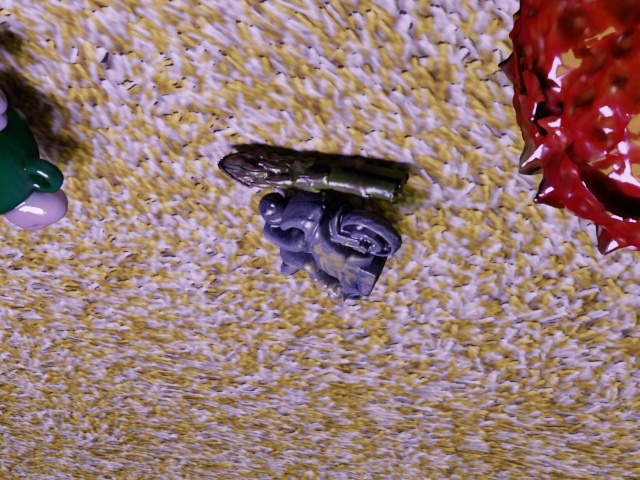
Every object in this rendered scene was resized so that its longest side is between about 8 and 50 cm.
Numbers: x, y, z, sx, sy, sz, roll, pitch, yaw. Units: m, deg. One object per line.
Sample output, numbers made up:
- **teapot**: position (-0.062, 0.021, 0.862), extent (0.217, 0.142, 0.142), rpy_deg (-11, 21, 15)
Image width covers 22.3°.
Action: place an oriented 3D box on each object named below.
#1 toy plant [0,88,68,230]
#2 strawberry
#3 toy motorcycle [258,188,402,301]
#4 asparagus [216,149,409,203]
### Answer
- **toy plant**: position (-0.327, -0.084, 1.379), extent (0.243, 0.112, 0.232), rpy_deg (6, 149, 32)
- **strawberry**: position (0.229, -0.131, 0.813), extent (0.238, 0.250, 0.288), rpy_deg (0, 140, -50)
- **toy motorcycle**: position (0.000, 0.000, 1.406), extent (0.124, 0.061, 0.193), rpy_deg (28, 160, 0)
- **asparagus**: position (-0.008, -0.054, 1.339), extent (0.165, 0.036, 0.030), rpy_deg (6, 166, 17)
